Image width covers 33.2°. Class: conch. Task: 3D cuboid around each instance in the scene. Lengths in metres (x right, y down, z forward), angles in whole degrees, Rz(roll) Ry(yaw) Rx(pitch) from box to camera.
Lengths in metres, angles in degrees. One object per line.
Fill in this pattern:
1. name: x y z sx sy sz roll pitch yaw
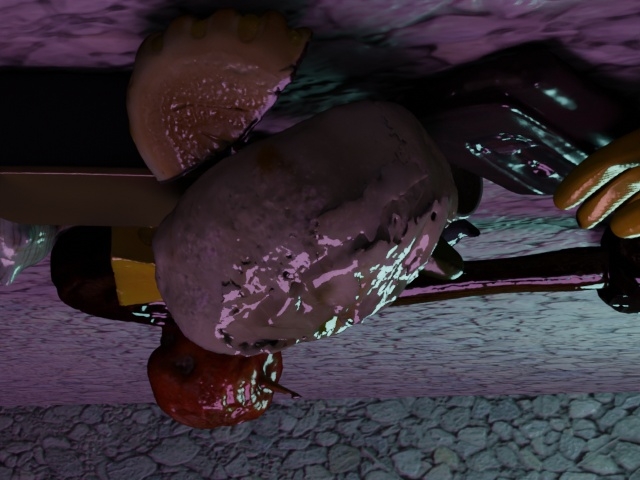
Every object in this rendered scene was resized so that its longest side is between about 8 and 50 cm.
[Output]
1. conch: -0.320 -0.015 1.069 0.137 0.115 0.234 11 174 16

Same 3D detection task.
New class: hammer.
1. hammer: 0.215 0.045 1.222 0.408 0.095 0.242 -7 165 6

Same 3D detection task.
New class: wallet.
1. wallet: 0.173 -0.087 0.881 0.181 0.049 0.229 -9 161 42

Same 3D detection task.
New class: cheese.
1. cheese: -0.132 0.003 1.134 0.171 0.093 0.126 -1 154 -8

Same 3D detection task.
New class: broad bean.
1. broad bean: 0.026 -0.028 0.985 0.254 0.046 0.065 29 174 -12

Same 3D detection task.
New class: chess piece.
1. chess piece: 0.093 -0.051 1.003 0.103 0.067 0.067 0 169 44

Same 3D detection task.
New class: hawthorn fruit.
1. hawthorn fruit: -0.134 0.193 1.614 0.243 0.208 0.207 15 173 28

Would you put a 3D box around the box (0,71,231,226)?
1. box: -0.169 -0.072 0.868 0.200 0.090 0.144 1 166 -1

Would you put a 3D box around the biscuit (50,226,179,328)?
1. biscuit: -0.141 0.058 1.372 0.407 0.091 0.407 0 166 0

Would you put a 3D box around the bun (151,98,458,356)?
1. bun: 0.000 0.000 0.800 0.239 0.141 0.239 -28 170 -5

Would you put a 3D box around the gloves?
1. gloves: 0.301 -0.060 0.797 0.133 0.116 0.294 12 158 -26

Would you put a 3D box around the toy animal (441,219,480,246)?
1. toy animal: 0.074 0.015 1.114 0.210 0.117 0.121 4 -175 -32

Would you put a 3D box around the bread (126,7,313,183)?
1. bread: -0.082 -0.108 0.736 0.094 0.083 0.157 27 132 -16
